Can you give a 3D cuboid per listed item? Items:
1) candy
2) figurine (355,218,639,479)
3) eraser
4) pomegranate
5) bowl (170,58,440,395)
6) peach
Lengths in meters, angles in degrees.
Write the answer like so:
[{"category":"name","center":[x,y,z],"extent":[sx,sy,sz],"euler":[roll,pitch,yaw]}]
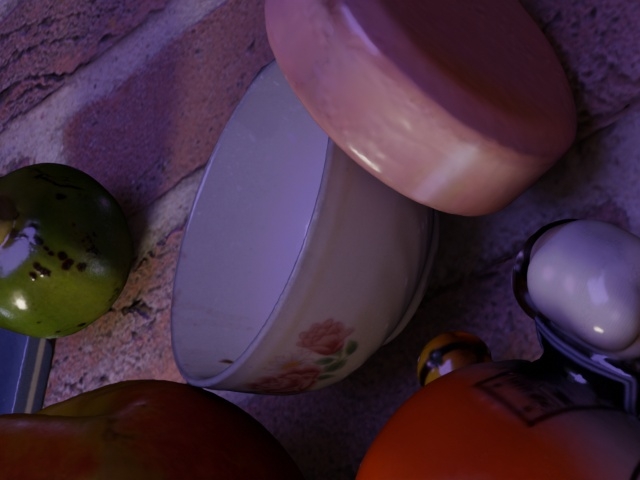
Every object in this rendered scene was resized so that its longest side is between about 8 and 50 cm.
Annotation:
[{"category":"candy","center":[0.070,-0.137,1.131],"extent":[0.094,0.255,0.255],"euler":[-45,49,32]},{"category":"figurine","center":[0.141,0.150,1.010],"extent":[0.320,0.196,0.323],"euler":[31,93,49]},{"category":"eraser","center":[-0.334,0.191,1.654],"extent":[0.082,0.036,0.225],"euler":[7,85,49]},{"category":"pomegranate","center":[-0.286,0.004,1.525],"extent":[0.180,0.209,0.180],"euler":[-12,67,30]},{"category":"bowl","center":[0.000,0.000,1.227],"extent":[0.277,0.145,0.277],"euler":[-51,27,40]},{"category":"peach","center":[-0.156,0.296,1.189],"extent":[0.388,0.388,0.388],"euler":[-17,67,45]}]
